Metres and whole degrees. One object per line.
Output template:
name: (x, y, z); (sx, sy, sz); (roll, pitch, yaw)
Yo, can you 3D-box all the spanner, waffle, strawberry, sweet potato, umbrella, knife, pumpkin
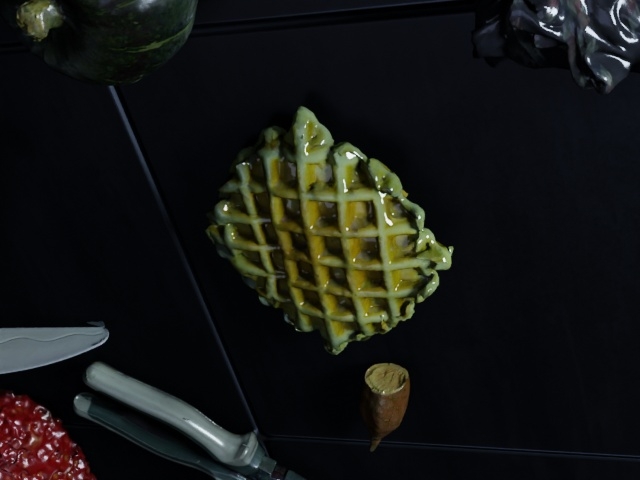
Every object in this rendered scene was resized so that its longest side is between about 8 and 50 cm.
spanner: (-0.121, 0.230, 1.224); (0.325, 0.040, 0.095); (27, 135, -2)
waffle: (0.000, 0.000, 0.960); (0.208, 0.054, 0.214); (40, 134, -11)
strawberry: (-0.373, 0.285, 1.322); (0.190, 0.111, 0.236); (-27, 117, 34)
sweet potato: (0.059, 0.171, 1.093); (0.049, 0.049, 0.117); (16, 130, 8)
umbrella: (0.230, -0.128, 0.709); (0.273, 0.122, 0.110); (16, 133, 8)
knife: (-0.385, 0.112, 1.192); (0.336, 0.081, 0.043); (-2, 132, 22)
pumpkin: (-0.168, -0.190, 0.809); (0.167, 0.125, 0.167); (7, 140, 6)
